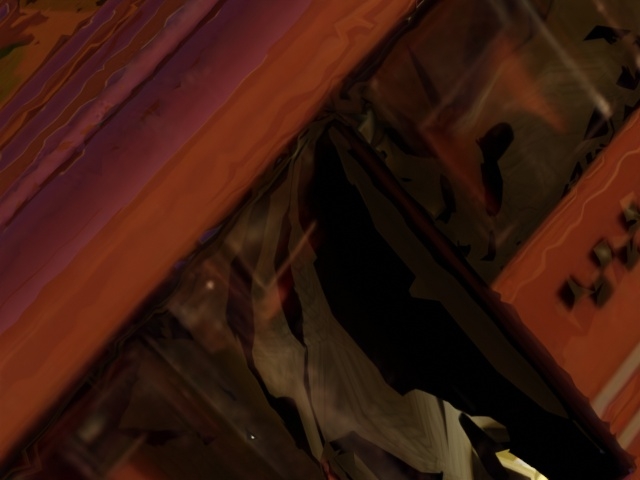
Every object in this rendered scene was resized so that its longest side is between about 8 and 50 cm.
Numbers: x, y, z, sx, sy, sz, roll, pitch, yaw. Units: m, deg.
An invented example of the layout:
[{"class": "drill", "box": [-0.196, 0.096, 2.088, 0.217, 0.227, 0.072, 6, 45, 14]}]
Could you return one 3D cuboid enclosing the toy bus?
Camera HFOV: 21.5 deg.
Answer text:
[{"class": "toy bus", "box": [0.000, 0.000, 0.477, 0.427, 0.233, 0.203, -48, 28, -16]}]
